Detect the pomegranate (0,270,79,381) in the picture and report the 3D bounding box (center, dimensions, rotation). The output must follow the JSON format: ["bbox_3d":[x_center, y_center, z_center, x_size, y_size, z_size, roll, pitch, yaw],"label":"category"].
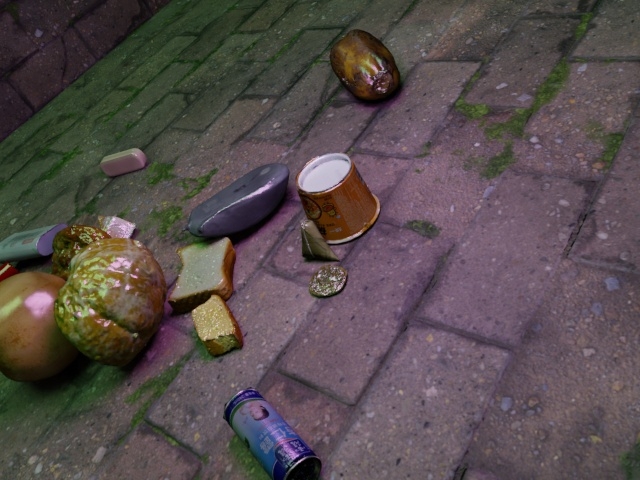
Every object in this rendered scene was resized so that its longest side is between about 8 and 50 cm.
[{"bbox_3d":[-0.808,0.245,1.553,0.319,0.319,0.319,-16,43,15],"label":"pomegranate"}]

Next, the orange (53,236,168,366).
[{"bbox_3d":[-0.531,0.138,1.485,0.210,0.271,0.369,-26,45,31],"label":"orange"}]

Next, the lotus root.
[{"bbox_3d":[0.146,-0.623,1.974,0.196,0.179,0.397,-26,42,1],"label":"lotus root"}]

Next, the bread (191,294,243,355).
[{"bbox_3d":[-0.268,0.220,1.450,0.103,0.065,0.187,-27,42,-7],"label":"bread"}]

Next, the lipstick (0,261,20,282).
[{"bbox_3d":[-1.198,0.193,1.983,0.073,0.073,0.280,24,63,42],"label":"lipstick"}]

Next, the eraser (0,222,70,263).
[{"bbox_3d":[-1.057,0.009,2.061,0.227,0.081,0.174,-10,24,23],"label":"eraser"}]

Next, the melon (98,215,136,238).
[{"bbox_3d":[-0.695,-0.028,1.914,0.139,0.093,0.202,-24,48,-5],"label":"melon"}]

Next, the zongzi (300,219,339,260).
[{"bbox_3d":[0.000,0.000,1.492,0.113,0.104,0.052,8,24,32],"label":"zongzi"}]

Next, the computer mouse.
[{"bbox_3d":[-0.245,-0.102,1.703,0.371,0.122,0.188,-31,26,-11],"label":"computer mouse"}]

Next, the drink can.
[{"bbox_3d":[-0.103,0.405,1.145,0.097,0.097,0.235,-42,43,-14],"label":"drink can"}]

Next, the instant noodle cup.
[{"bbox_3d":[0.037,-0.124,1.539,0.216,0.172,0.216,-16,41,14],"label":"instant noodle cup"}]

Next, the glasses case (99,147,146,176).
[{"bbox_3d":[-0.795,-0.313,2.258,0.196,0.083,0.050,-11,45,18],"label":"glasses case"}]

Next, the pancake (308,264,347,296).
[{"bbox_3d":[0.020,0.103,1.437,0.108,0.017,0.108,-14,47,15],"label":"pancake"}]

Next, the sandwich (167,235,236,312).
[{"bbox_3d":[-0.336,0.094,1.607,0.186,0.065,0.215,-15,43,15],"label":"sandwich"}]

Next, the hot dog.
[{"bbox_3d":[-0.799,0.052,1.836,0.272,0.122,0.196,-6,83,31],"label":"hot dog"}]
